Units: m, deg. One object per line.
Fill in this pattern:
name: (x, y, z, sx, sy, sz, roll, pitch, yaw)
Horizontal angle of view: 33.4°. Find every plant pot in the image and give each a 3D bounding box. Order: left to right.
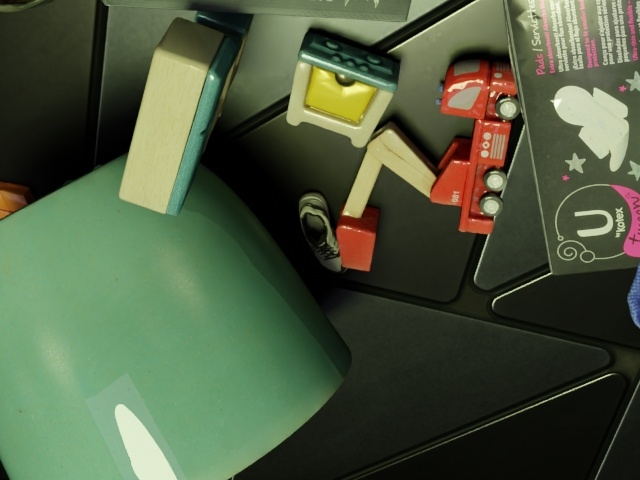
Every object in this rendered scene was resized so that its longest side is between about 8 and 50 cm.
plant pot: (-0.156, 0.059, 0.864, 0.293, 0.293, 0.235, -24, 99, 21)

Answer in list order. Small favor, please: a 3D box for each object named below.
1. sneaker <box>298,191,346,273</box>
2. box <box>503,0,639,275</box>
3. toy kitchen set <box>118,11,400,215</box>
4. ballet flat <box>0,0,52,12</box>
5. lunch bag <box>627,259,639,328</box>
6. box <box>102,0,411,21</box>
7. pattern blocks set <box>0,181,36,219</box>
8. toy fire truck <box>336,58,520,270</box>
sneaker: (0.000, 0.000, 0.937, 0.031, 0.037, 0.083, -19, 118, 16)
box: (0.213, -0.125, 0.758, 0.142, 0.163, 0.247, -6, 119, 16)
toy kitchen set: (-0.028, -0.106, 0.773, 0.166, 0.207, 0.122, 19, 128, -4)
ballet flat: (-0.147, -0.242, 0.780, 0.280, 0.096, 0.095, -28, 110, 22)
lunch bag: (0.394, -0.083, 0.638, 0.327, 0.239, 0.386, 10, 101, -42)
box: (-0.032, -0.247, 0.721, 0.232, 0.059, 0.183, -3, 121, -24)
pattern blocks set: (-0.367, 0.040, 1.022, 0.324, 0.026, 0.285, 33, 120, -11)
toy fire truck: (0.086, -0.061, 0.882, 0.135, 0.047, 0.192, 8, 121, 5)
